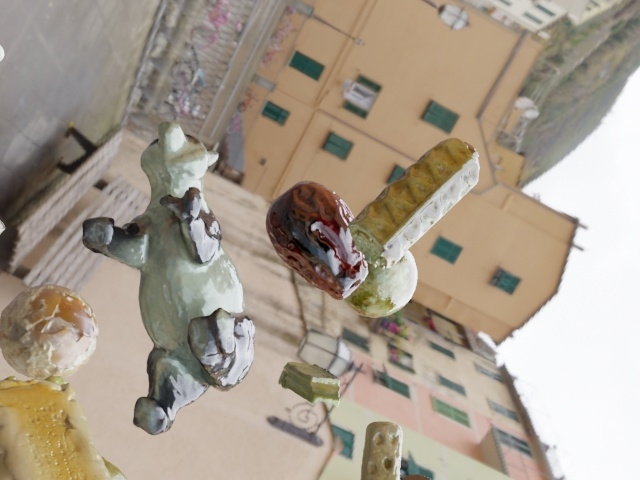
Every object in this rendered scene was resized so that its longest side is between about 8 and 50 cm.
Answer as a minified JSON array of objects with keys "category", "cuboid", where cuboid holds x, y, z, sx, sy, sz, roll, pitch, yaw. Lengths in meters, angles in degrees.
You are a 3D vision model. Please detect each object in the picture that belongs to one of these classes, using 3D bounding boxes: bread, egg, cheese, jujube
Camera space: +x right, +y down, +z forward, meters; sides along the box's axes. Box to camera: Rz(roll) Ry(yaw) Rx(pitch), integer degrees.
[{"category":"bread","cuboid":[-0.374,0.321,0.913,0.121,0.173,0.311,-53,-129,20]},{"category":"egg","cuboid":[-0.558,0.184,1.420,0.194,0.195,0.233,-61,-150,17]},{"category":"bread","cuboid":[0.162,-0.068,1.130,0.269,0.098,0.087,-42,169,-20]},{"category":"egg","cuboid":[0.151,0.092,1.927,0.289,0.238,0.238,80,34,-72]},{"category":"cheese","cuboid":[0.093,0.381,1.085,0.043,0.065,0.193,66,30,-55]},{"category":"jujube","cuboid":[0.000,0.000,1.334,0.168,0.236,0.168,-34,170,-7]}]

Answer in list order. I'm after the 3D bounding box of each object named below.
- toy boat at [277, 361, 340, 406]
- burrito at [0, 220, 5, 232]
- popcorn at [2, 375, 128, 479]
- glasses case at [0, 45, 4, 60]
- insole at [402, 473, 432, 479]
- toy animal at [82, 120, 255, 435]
[{"category":"toy boat","cuboid":[-0.033,0.387,1.899,0.276,0.111,0.084,180,-79,-68]},{"category":"burrito","cuboid":[-0.766,-0.080,1.506,0.045,0.188,0.058,-34,-155,2]},{"category":"popcorn","cuboid":[-0.484,0.389,1.162,0.321,0.326,0.289,117,-32,-44]},{"category":"glasses case","cuboid":[-0.499,-0.260,1.005,0.083,0.021,0.032,-42,149,-26]},{"category":"insole","cuboid":[0.170,0.482,1.043,0.309,0.110,0.012,-101,-150,-55]},{"category":"toy animal","cuboid":[-0.105,0.023,0.532,0.121,0.094,0.225,-40,118,-76]}]
